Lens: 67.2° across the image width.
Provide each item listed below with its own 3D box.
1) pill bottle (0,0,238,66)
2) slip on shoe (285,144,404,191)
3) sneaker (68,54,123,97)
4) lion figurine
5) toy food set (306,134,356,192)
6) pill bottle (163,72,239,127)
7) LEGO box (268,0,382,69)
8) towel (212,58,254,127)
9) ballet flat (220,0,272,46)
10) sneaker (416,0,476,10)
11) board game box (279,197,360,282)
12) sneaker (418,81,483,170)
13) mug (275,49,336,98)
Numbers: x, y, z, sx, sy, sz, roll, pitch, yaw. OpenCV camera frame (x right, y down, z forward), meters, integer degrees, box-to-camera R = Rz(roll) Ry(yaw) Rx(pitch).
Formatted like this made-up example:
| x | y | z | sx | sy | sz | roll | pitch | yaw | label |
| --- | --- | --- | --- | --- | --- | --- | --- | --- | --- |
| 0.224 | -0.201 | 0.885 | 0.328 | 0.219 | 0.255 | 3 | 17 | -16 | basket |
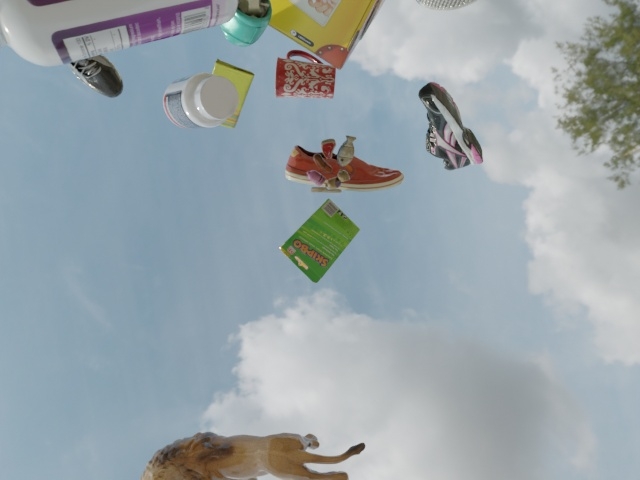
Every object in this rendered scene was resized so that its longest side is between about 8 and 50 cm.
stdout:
| x | y | z | sx | sy | sz | roll | pitch | yaw | label |
| --- | --- | --- | --- | --- | --- | --- | --- | --- | --- |
| -0.252 | -0.282 | 0.500 | 0.301 | 0.169 | 0.169 | -22 | -99 | -18 | pill bottle |
| 0.070 | -0.199 | 1.322 | 0.331 | 0.101 | 0.123 | 7 | -159 | -3 | slip on shoe |
| -0.543 | -0.395 | 1.047 | 0.229 | 0.086 | 0.132 | 48 | -162 | -24 | sneaker |
| -0.130 | 0.428 | 0.938 | 0.240 | 0.392 | 0.142 | 48 | -154 | -51 | lion figurine |
| 0.016 | -0.123 | 0.816 | 0.078 | 0.122 | 0.019 | 1 | -134 | -6 | toy food set |
| -0.243 | -0.285 | 0.986 | 0.108 | 0.180 | 0.108 | -8 | -75 | -34 | pill bottle |
| -0.076 | -0.596 | 0.815 | 0.500 | 0.372 | 0.193 | 30 | -118 | -6 | LEGO box |
| -0.252 | -0.384 | 1.285 | 0.102 | 0.237 | 0.021 | 13 | -116 | -18 | towel |
| -0.117 | -0.387 | 0.628 | 0.083 | 0.087 | 0.247 | -24 | -77 | -37 | ballet flat |
| 0.372 | -0.632 | 1.148 | 0.161 | 0.282 | 0.102 | -58 | -40 | -43 | sneaker |
| 0.000 | 0.000 | 1.230 | 0.124 | 0.039 | 0.259 | 45 | -139 | -3 | board game box |
| 0.208 | -0.180 | 0.819 | 0.178 | 0.077 | 0.072 | 47 | -146 | -30 | sneaker |
| -0.041 | -0.483 | 1.393 | 0.169 | 0.113 | 0.150 | 5 | -85 | -1 | mug |
